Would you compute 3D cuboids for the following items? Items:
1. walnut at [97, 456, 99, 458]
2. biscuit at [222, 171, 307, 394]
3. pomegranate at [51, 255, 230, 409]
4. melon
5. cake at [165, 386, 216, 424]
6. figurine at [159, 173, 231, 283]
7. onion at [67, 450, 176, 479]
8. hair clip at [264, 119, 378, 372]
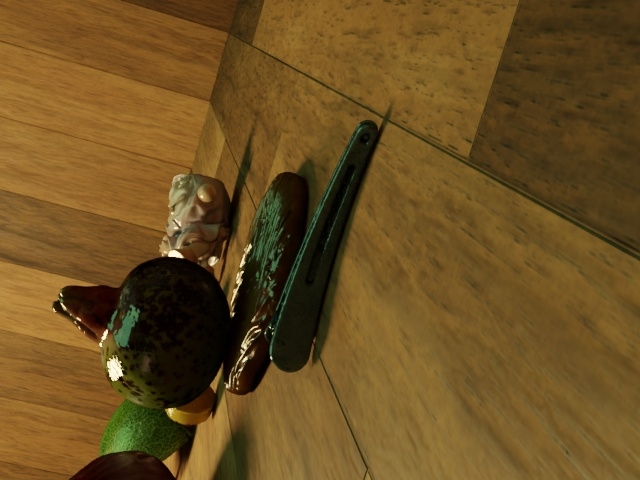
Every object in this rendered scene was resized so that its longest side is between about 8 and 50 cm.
[{"bbox_3d":[-0.454,0.555,2.326,0.184,0.155,0.155,-96,23,-48],"label":"walnut"},{"bbox_3d":[-0.083,0.057,1.445,0.318,0.040,0.318,-164,90,-79],"label":"biscuit"},{"bbox_3d":[-0.249,0.115,1.458,0.214,0.248,0.214,-160,90,-78],"label":"pomegranate"},{"bbox_3d":[-0.351,0.367,1.940,0.169,0.129,0.265,-39,3,-19],"label":"melon"},{"bbox_3d":[-0.212,0.259,1.694,0.084,0.084,0.044,-93,13,-56],"label":"cake"},{"bbox_3d":[-0.247,-0.026,2.117,0.200,0.133,0.276,-49,31,39],"label":"figurine"},{"bbox_3d":[-0.311,0.460,1.429,0.347,0.285,0.348,-171,90,-69],"label":"onion"},{"bbox_3d":[0.000,0.000,1.106,0.083,0.048,0.275,-107,35,-77],"label":"hair clip"}]
